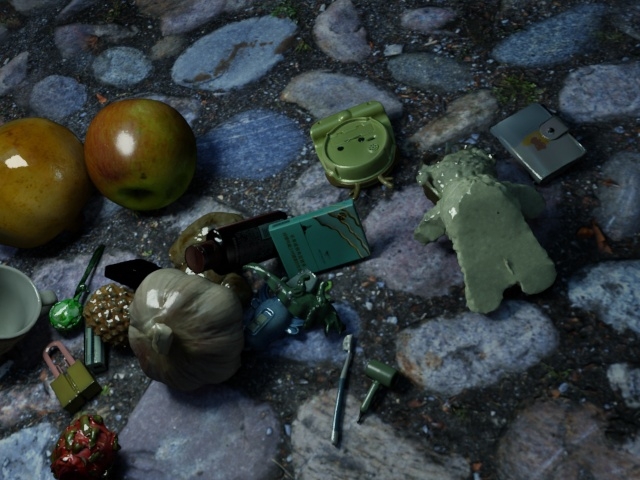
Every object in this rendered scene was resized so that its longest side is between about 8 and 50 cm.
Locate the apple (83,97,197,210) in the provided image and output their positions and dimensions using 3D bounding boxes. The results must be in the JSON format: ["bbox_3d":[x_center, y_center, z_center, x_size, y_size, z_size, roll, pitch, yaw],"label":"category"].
[{"bbox_3d":[-0.538,-0.252,2.089,0.340,0.339,0.339,-10,53,13],"label":"apple"}]

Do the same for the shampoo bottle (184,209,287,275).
[{"bbox_3d":[-0.203,0.012,1.791,0.084,0.129,0.323,3,16,40],"label":"shampoo bottle"}]

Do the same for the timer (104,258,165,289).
[{"bbox_3d":[-0.491,0.093,1.943,0.187,0.144,0.055,16,105,29],"label":"timer"}]

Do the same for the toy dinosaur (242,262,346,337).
[{"bbox_3d":[-0.051,0.126,1.714,0.292,0.079,0.120,45,65,9],"label":"toy dinosaur"}]

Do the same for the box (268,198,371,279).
[{"bbox_3d":[0.001,0.000,1.811,0.229,0.162,0.041,-18,28,8],"label":"box"}]

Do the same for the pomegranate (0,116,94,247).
[{"bbox_3d":[-0.890,-0.167,2.140,0.417,0.416,0.416,-10,53,13],"label":"pomegranate"}]

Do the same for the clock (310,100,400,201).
[{"bbox_3d":[0.111,-0.250,1.992,0.235,0.096,0.308,-20,52,5],"label":"clock"}]

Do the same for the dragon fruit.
[{"bbox_3d":[-0.558,0.505,1.666,0.160,0.166,0.172,4,35,5],"label":"dragon fruit"}]

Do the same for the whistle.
[{"bbox_3d":[-0.104,0.179,1.772,0.180,0.093,0.269,34,66,28],"label":"whistle"}]

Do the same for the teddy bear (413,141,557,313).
[{"bbox_3d":[0.391,-0.057,1.746,0.328,0.375,0.362,-22,9,4],"label":"teddy bear"}]

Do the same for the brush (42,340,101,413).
[{"bbox_3d":[-0.688,0.353,1.882,0.103,0.047,0.233,-42,51,-11],"label":"brush"}]

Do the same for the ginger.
[{"bbox_3d":[-0.294,0.069,1.888,0.245,0.155,0.304,-11,60,4],"label":"ginger"}]

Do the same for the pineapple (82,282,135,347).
[{"bbox_3d":[-0.530,0.209,1.865,0.193,0.166,0.166,39,73,10],"label":"pineapple"}]

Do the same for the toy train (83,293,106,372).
[{"bbox_3d":[-0.622,0.243,1.930,0.048,0.055,0.251,-20,52,6],"label":"toy train"}]

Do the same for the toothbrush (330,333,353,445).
[{"bbox_3d":[0.047,0.344,1.632,0.025,0.019,0.275,-5,54,24],"label":"toothbrush"}]

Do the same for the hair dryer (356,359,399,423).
[{"bbox_3d":[0.118,0.352,1.595,0.071,0.047,0.150,21,75,33],"label":"hair dryer"}]

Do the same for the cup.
[{"bbox_3d":[-0.901,0.213,1.957,0.257,0.301,0.227,-40,72,40],"label":"cup"}]

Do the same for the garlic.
[{"bbox_3d":[-0.332,0.222,1.707,0.322,0.321,0.241,20,39,31],"label":"garlic"}]

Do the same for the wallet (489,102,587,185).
[{"bbox_3d":[0.579,-0.258,1.845,0.170,0.069,0.231,-32,57,2],"label":"wallet"}]

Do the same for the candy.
[{"bbox_3d":[-0.695,0.129,2.035,0.097,0.097,0.323,-3,47,18],"label":"candy"}]
